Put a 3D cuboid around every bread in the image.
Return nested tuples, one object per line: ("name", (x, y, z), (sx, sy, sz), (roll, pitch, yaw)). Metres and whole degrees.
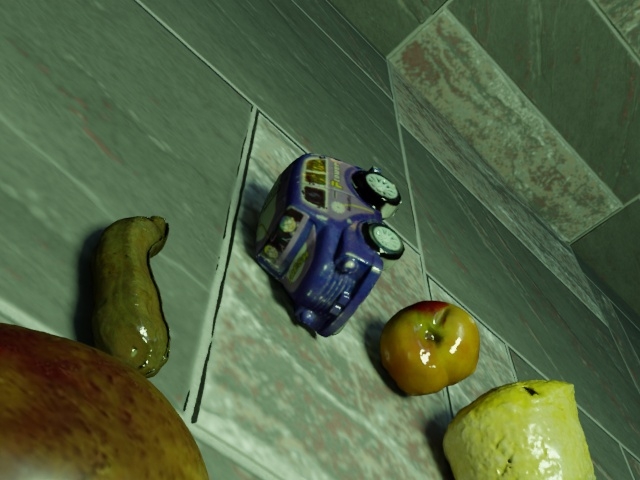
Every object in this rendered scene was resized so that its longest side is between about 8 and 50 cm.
("bread", (0.265, 0.277, 0.970), (0.197, 0.197, 0.170), (25, 40, -45))

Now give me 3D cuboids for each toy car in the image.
("toy car", (0.000, 0.000, 0.959), (0.158, 0.172, 0.235), (23, 35, -18))

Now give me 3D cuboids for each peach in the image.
("peach", (0.150, 0.147, 1.020), (0.138, 0.138, 0.138), (39, 26, -24))

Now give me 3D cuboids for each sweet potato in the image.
("sweet potato", (-0.180, 0.038, 0.696), (0.081, 0.062, 0.233), (52, 15, -37))

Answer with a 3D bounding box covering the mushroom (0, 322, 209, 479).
("mushroom", (-0.167, 0.159, 0.376), (0.283, 0.195, 0.263), (42, 20, -20))
